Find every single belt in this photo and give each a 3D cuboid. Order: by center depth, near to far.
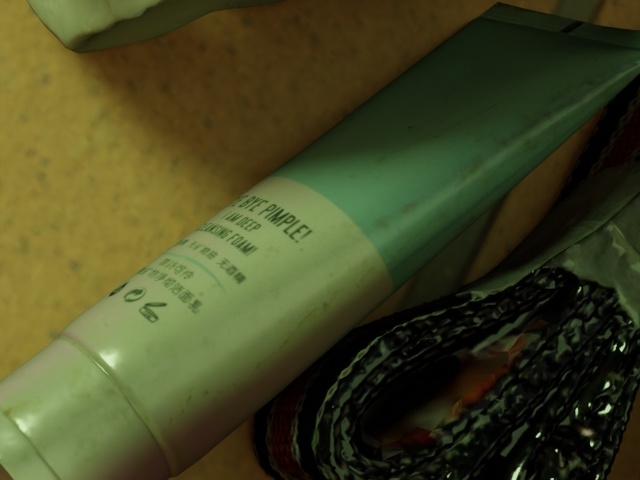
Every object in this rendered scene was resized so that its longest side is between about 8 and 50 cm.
[{"bbox_3d":[0.122,0.009,0.683,0.126,0.094,0.359,48,66,-9],"label":"belt"}]

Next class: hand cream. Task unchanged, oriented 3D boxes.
[{"bbox_3d":[0.000,0.000,0.640,0.312,0.111,0.070,-37,122,-20],"label":"hand cream"}]

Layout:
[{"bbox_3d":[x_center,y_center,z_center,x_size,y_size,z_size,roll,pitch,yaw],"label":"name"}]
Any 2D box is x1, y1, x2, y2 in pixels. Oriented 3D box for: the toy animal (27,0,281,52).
[{"bbox_3d":[-0.021,-0.228,0.596,0.272,0.206,0.265,-16,93,-23],"label":"toy animal"}]
